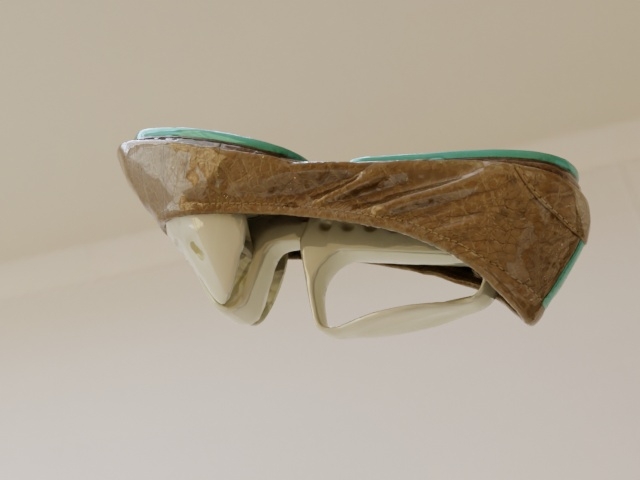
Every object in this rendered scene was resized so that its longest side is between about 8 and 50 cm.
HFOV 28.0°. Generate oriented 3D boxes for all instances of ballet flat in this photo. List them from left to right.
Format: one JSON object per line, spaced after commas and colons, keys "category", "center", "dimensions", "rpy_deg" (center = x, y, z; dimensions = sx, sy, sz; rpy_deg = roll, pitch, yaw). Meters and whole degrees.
{"category": "ballet flat", "center": [0.000, 0.000, 0.828], "dimensions": [0.343, 0.116, 0.124], "rpy_deg": [7, -107, 24]}
